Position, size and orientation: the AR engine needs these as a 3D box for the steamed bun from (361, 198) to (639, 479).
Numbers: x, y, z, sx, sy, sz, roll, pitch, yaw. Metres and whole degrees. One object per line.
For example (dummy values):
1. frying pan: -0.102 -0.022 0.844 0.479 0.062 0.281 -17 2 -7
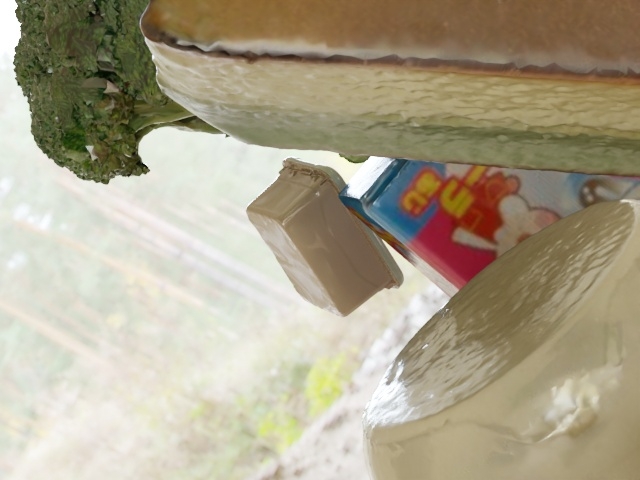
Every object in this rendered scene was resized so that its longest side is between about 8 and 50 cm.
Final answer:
1. steamed bun: 0.142 0.093 0.799 0.232 0.145 0.232 -39 10 8

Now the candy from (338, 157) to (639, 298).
1. candy: 0.179 0.008 1.035 0.157 0.306 0.100 -52 12 -4

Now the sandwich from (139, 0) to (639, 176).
1. sandwich: 0.076 -0.084 0.502 0.220 0.186 0.108 -48 -12 -13

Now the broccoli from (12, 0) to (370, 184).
1. broccoli: -0.074 -0.138 0.963 0.269 0.269 0.254 -56 -8 -82

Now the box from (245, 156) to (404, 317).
1. box: 0.000 0.000 1.133 0.062 0.122 0.089 -40 25 -17
